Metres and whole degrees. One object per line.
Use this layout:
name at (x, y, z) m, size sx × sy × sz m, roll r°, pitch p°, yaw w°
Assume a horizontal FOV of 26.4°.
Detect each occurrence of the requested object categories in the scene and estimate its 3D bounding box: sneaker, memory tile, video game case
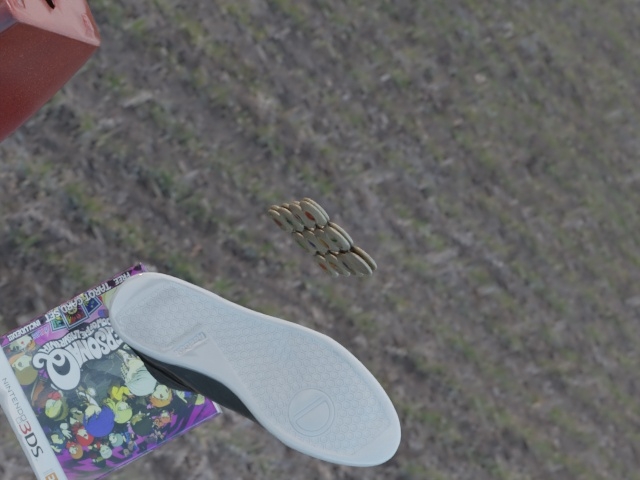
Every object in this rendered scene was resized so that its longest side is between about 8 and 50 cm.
sneaker at (-0.058, 0.127, 1.307) m, size 0.296 × 0.104 × 0.147 m, roll 27°, pitch -11°, yaw 5°
memory tile at (0.000, 0.000, 1.495) m, size 0.113 × 0.148 × 0.012 m, roll 45°, pitch 74°, yaw -12°
video game case at (-0.269, 0.172, 1.649) m, size 0.210 × 0.232 × 0.042 m, roll 62°, pitch -4°, yaw 9°

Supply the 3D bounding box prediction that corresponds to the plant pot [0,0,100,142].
plant pot at (-0.350, -0.210, 1.175) m, size 0.267 × 0.236 × 0.267 m, roll 68°, pitch 13°, yaw 5°
